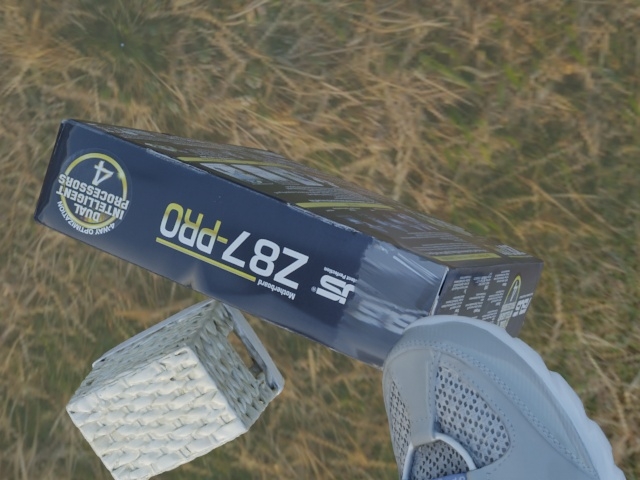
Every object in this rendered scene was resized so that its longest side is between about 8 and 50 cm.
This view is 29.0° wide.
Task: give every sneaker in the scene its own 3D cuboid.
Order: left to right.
[{"bbox_3d":[0.074,0.165,0.532,0.115,0.105,0.281,-1,67,-37],"label":"sneaker"}]

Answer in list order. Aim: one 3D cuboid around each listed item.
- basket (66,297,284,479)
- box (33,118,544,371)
[{"bbox_3d":[-0.138,0.144,1.155,0.167,0.103,0.113,-27,103,25],"label":"basket"},{"bbox_3d":[0.000,0.000,1.044,0.318,0.395,0.097,20,97,18],"label":"box"}]
